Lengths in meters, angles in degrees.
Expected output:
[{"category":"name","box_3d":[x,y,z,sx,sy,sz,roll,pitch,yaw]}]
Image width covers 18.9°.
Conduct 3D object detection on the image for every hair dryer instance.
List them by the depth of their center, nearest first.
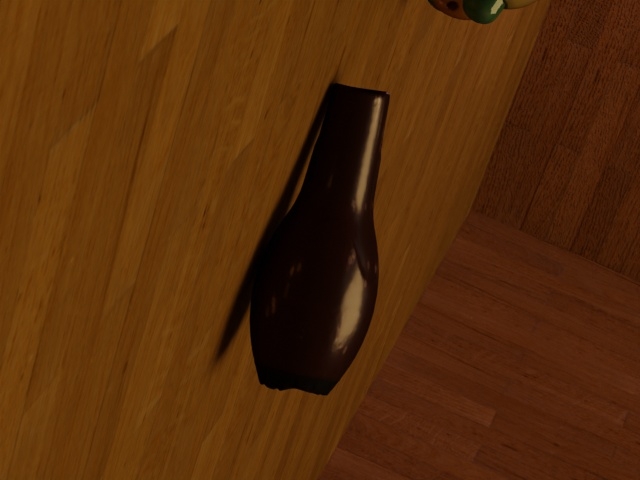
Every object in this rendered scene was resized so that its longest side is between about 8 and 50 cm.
[{"category":"hair dryer","box_3d":[0.000,0.000,2.026,0.340,0.123,0.312,-178,-79,-87]}]

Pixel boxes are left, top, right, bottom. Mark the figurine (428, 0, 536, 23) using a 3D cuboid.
[{"category":"figurine","box_3d":[0.195,-0.331,2.084,0.222,0.124,0.324,-55,-166,17]}]
